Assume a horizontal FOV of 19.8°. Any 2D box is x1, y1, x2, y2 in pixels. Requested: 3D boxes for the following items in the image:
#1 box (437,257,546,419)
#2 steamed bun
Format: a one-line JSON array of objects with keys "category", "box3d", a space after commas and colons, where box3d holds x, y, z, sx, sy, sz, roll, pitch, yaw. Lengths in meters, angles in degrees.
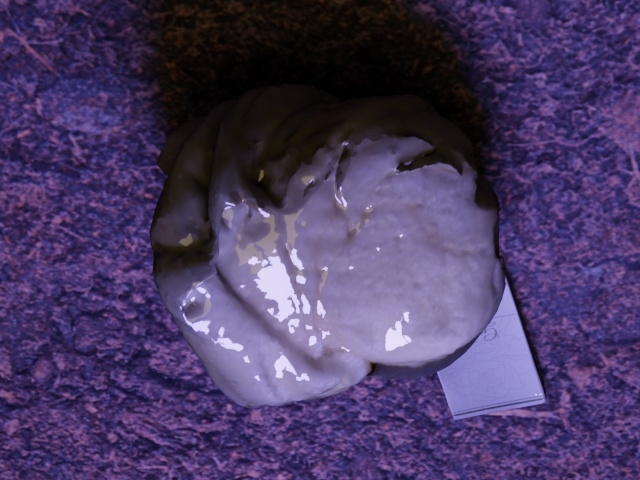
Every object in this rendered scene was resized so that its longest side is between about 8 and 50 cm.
[{"category": "box", "box3d": [0.172, 0.110, 2.004, 0.109, 0.029, 0.198, -12, 126, 13]}, {"category": "steamed bun", "box3d": [-0.004, -0.003, 1.783, 0.372, 0.230, 0.325, -18, 118, -20]}]
